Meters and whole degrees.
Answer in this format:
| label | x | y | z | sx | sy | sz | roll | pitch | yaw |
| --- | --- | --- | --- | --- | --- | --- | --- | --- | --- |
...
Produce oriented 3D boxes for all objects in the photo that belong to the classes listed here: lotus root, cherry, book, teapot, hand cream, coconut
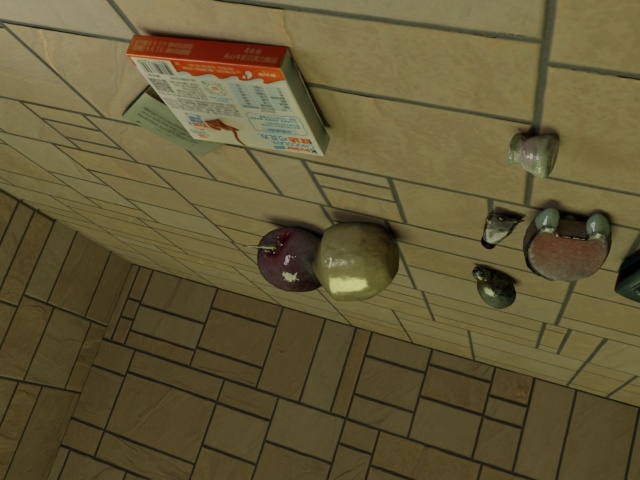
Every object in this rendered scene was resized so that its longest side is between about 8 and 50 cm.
| label | x | y | z | sx | sy | sz | roll | pitch | yaw |
| --- | --- | --- | --- | --- | --- | --- | --- | --- | --- |
| lotus root | 0.450 | 0.123 | 1.786 | 0.088 | 0.088 | 0.165 | 3 | 150 | 48 |
| cherry | -0.075 | 0.056 | 1.976 | 0.213 | 0.184 | 0.266 | 18 | 173 | 44 |
| book | -0.277 | -0.243 | 1.393 | 0.201 | 0.026 | 0.289 | 25 | 165 | -26 |
| teapot | 0.315 | -0.130 | 1.021 | 0.064 | 0.064 | 0.083 | 19 | -160 | 29 |
| hand cream | 0.365 | -0.025 | 1.412 | 0.062 | 0.039 | 0.163 | 19 | 161 | 4 |
| coconut | 0.081 | 0.051 | 1.727 | 0.224 | 0.224 | 0.224 | 17 | 166 | 4 |

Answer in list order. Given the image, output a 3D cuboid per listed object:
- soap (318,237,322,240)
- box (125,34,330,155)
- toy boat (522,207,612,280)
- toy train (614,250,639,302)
| label | x | y | z | sx | sy | sz | roll | pitch | yaw |
| --- | --- | --- | --- | --- | --- | --- | --- | --- | --- |
| soap | 0.000 | 0.000 | 2.018 | 0.034 | 0.012 | 0.089 | 30 | 162 | -34 |
| box | -0.144 | -0.237 | 1.155 | 0.273 | 0.048 | 0.265 | 10 | 160 | 18 |
| toy boat | 0.466 | -0.002 | 1.311 | 0.155 | 0.085 | 0.227 | 6 | 152 | 14 |
| toy train | 0.623 | 0.035 | 1.198 | 0.086 | 0.089 | 0.409 | 21 | 168 | 10 |
